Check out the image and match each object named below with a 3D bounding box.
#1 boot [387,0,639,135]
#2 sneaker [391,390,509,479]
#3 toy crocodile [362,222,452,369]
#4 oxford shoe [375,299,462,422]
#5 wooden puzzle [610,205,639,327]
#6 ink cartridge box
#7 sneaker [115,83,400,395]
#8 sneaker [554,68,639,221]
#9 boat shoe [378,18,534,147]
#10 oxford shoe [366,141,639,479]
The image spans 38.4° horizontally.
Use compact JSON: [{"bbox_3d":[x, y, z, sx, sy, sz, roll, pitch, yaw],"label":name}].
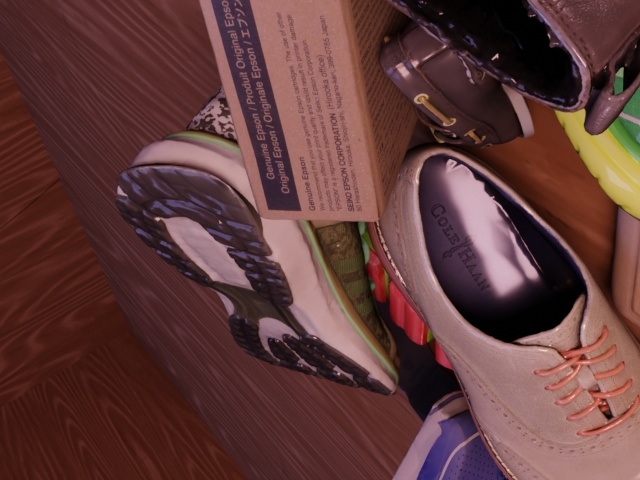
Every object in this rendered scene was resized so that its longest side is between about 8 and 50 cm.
[{"bbox_3d":[0.089,-0.180,0.375,0.263,0.229,0.091,49,158,26],"label":"boot"},{"bbox_3d":[0.202,0.247,0.841,0.182,0.127,0.315,26,174,36],"label":"sneaker"},{"bbox_3d":[0.100,0.045,0.867,0.340,0.105,0.115,44,156,36],"label":"toy crocodile"},{"bbox_3d":[0.111,0.133,1.036,0.076,0.076,0.212,20,-148,-51],"label":"oxford shoe"},{"bbox_3d":[0.266,0.019,0.536,0.239,0.044,0.221,47,158,42],"label":"wooden puzzle"},{"bbox_3d":[0.012,-0.157,0.591,0.088,0.235,0.193,1,129,20],"label":"ink cartridge box"},{"bbox_3d":[0.000,0.000,0.775,0.158,0.182,0.410,15,156,27],"label":"sneaker"},{"bbox_3d":[0.155,-0.151,0.484,0.123,0.109,0.296,-35,71,29],"label":"sneaker"},{"bbox_3d":[0.091,-0.101,0.596,0.081,0.068,0.227,64,-168,13],"label":"boat shoe"},{"bbox_3d":[0.168,0.099,0.661,0.397,0.140,0.146,50,178,3],"label":"oxford shoe"}]
